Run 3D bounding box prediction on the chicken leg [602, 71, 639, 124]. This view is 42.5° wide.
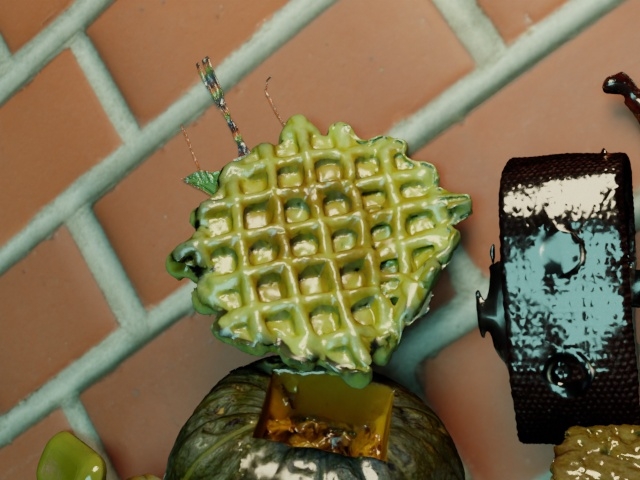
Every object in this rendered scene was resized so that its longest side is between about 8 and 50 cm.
[{"bbox_3d":[0.387,-0.108,0.827,0.219,0.048,0.089,16,93,22],"label":"chicken leg"}]

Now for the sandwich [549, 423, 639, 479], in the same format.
[{"bbox_3d":[0.381,0.280,0.715,0.325,0.131,0.262,-6,126,22],"label":"sandwich"}]

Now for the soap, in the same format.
[{"bbox_3d":[-0.335,0.316,1.114,0.140,0.045,0.089,18,89,44],"label":"soap"}]

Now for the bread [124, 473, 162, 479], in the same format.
[{"bbox_3d":[-0.239,0.436,0.975,0.225,0.279,0.250,30,96,-2],"label":"bread"}]

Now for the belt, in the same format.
[{"bbox_3d":[0.236,0.058,0.816,0.164,0.184,0.289,-3,87,21],"label":"belt"}]

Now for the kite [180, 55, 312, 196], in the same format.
[{"bbox_3d":[-0.104,-0.130,1.056,0.198,0.006,0.244,-24,81,21],"label":"kite"}]

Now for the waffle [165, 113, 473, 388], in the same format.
[{"bbox_3d":[0.000,0.000,0.919,0.297,0.073,0.317,28,63,18],"label":"waffle"}]

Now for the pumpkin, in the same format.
[{"bbox_3d":[-0.005,0.249,0.851,0.320,0.320,0.192,22,119,21],"label":"pumpkin"}]
